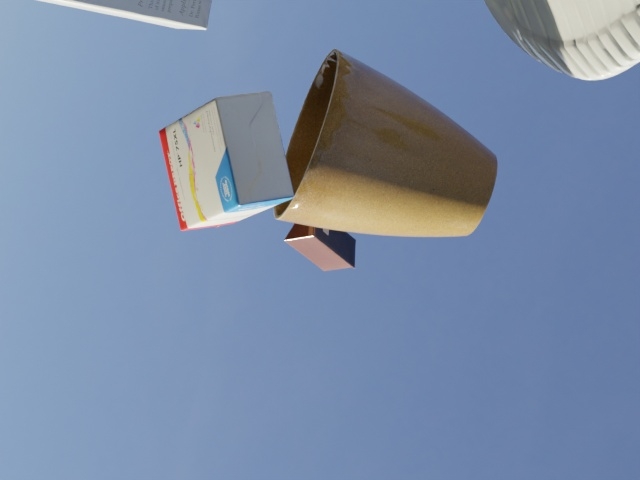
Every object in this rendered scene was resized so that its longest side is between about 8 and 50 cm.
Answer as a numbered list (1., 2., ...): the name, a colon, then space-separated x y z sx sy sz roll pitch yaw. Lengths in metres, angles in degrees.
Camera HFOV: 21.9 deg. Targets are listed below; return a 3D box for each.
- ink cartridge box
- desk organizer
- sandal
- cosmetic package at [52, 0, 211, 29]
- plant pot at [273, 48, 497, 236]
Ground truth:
1. ink cartridge box: -0.126 -0.090 2.025 0.231 0.078 0.134 -20 -98 61
2. desk organizer: 0.000 0.000 2.378 0.050 0.130 0.047 -9 -115 26
3. sandal: 0.281 -0.244 1.519 0.102 0.169 0.416 -33 -167 -18
4. cosmetic package: -0.321 -0.403 2.087 0.156 0.385 0.217 -156 -102 -71
5. plant pot: 0.097 -0.102 2.193 0.237 0.254 0.237 -162 -90 -80
